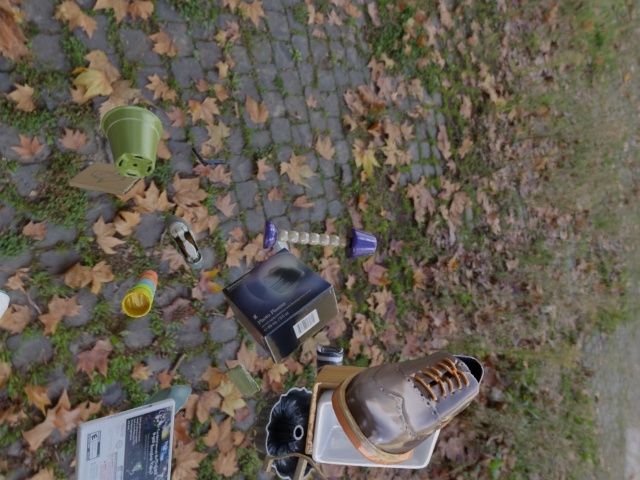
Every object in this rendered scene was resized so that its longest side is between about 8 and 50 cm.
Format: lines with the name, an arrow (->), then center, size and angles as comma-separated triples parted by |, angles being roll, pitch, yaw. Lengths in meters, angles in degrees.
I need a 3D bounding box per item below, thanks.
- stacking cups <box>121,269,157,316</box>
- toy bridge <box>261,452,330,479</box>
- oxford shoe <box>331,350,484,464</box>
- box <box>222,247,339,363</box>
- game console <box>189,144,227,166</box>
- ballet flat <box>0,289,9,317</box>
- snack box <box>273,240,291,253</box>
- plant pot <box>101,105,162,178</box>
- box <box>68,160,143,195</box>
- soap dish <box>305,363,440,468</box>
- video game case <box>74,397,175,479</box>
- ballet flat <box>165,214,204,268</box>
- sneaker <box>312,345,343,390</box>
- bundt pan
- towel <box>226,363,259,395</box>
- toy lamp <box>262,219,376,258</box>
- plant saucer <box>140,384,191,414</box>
stacking cups -> -0.674, 0.184, 1.527 | 0.096, 0.316, 0.096 | -4, 104, -17
toy bridge -> -0.047, 0.542, 0.955 | 0.026, 0.188, 0.063 | 53, 50, -57
oxford shoe -> 0.144, 0.215, 0.594 | 0.363, 0.133, 0.130 | 15, 33, -56
box -> -0.145, 0.223, 1.473 | 0.296, 0.294, 0.183 | -35, 136, -23
game console -> -0.391, -0.297, 1.404 | 0.071, 0.122, 0.107 | -38, 116, -9
ballet flat -> -1.133, 0.170, 1.172 | 0.400, 0.139, 0.139 | 34, 65, -51
snack box -> -0.184, 0.029, 1.879 | 0.141, 0.037, 0.100 | 61, 15, 10
plant pot -> -0.269, -0.135, 0.584 | 0.083, 0.083, 0.079 | 8, 52, -39
box -> -0.762, -0.227, 1.462 | 0.164, 0.201, 0.021 | -76, 176, -52
soap dish -> 0.119, 0.394, 0.916 | 0.290, 0.118, 0.229 | 5, 117, -2
video game case -> -0.365, 0.414, 0.764 | 0.173, 0.022, 0.191 | 1, 95, -47
ballet flat -> -0.447, -0.005, 1.335 | 0.072, 0.068, 0.213 | -29, 79, -18
sneaker -> 0.026, 0.449, 1.401 | 0.099, 0.282, 0.153 | 2, 71, -2
bundt pan -> -0.127, 0.745, 1.583 | 0.330, 0.124, 0.331 | 19, 63, -43
towel -> -0.332, 0.598, 1.733 | 0.148, 0.110, 0.027 | 54, 33, -8
toy lamp -> 0.000, 0.000, 0.983 | 0.274, 0.080, 0.080 | 5, 83, -11
plant saucer -> -0.468, 0.475, 1.166 | 0.195, 0.195, 0.037 | -38, 105, -35
